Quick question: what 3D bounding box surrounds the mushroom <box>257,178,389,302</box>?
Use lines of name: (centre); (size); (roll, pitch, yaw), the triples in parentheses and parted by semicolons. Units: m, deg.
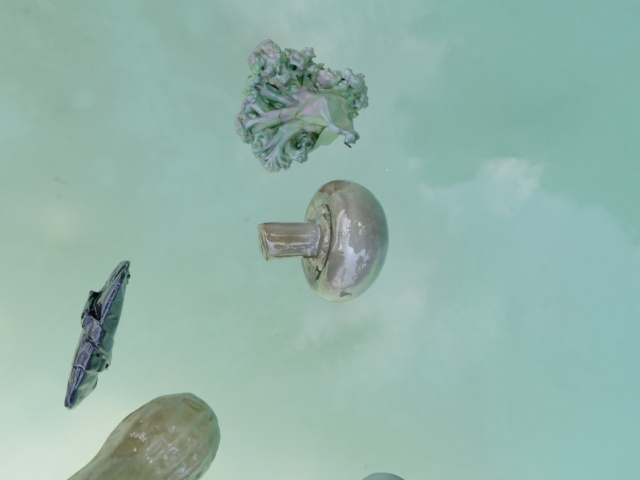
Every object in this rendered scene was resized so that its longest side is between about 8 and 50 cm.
mushroom: (0.000, 0.000, 0.827); (0.215, 0.207, 0.207); (1, 99, -23)

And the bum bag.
bum bag: (-0.363, 0.149, 0.819); (0.060, 0.123, 0.248); (14, 85, -13)

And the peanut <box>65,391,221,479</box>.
peanut: (-0.221, 0.277, 0.562); (0.124, 0.257, 0.123); (19, 127, 27)

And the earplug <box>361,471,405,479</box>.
earplug: (0.120, 0.674, 1.129); (0.185, 0.324, 0.185); (-1, 85, 18)

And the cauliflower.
cauliflower: (-0.015, -0.240, 0.922); (0.257, 0.315, 0.238); (-10, 115, -26)
